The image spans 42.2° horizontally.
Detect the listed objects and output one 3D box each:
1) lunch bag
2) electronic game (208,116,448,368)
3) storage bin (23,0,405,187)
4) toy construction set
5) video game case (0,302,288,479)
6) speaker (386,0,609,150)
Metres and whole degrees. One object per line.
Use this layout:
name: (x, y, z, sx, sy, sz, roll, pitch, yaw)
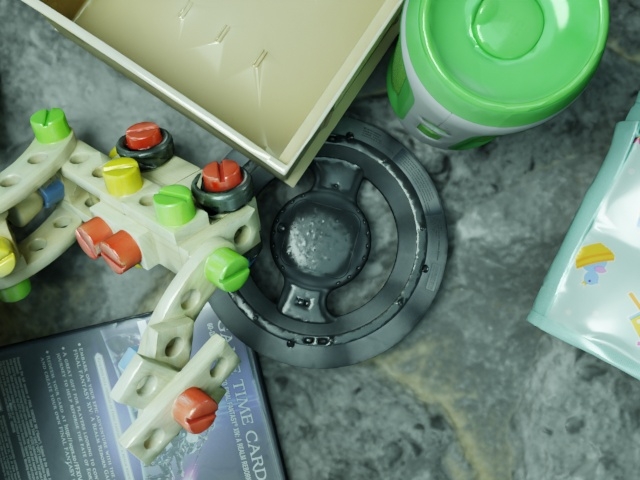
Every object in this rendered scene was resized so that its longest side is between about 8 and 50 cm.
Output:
lunch bag: (0.323, 0.026, 0.683, 0.262, 0.160, 0.223, 26, 95, -5)
electronic game: (0.000, 0.000, 0.747, 0.229, 0.048, 0.229, 0, 86, 0)
storage bin: (-0.062, -0.222, 0.680, 0.262, 0.123, 0.260, 34, 86, 4)
toy construction set: (-0.172, 0.009, 0.657, 0.328, 0.151, 0.215, 38, 55, 24)
video game case: (-0.184, 0.172, 0.778, 0.274, 0.026, 0.196, -13, 93, 2)
speaker: (0.114, -0.134, 0.610, 0.131, 0.296, 0.131, 0, 93, 2)
